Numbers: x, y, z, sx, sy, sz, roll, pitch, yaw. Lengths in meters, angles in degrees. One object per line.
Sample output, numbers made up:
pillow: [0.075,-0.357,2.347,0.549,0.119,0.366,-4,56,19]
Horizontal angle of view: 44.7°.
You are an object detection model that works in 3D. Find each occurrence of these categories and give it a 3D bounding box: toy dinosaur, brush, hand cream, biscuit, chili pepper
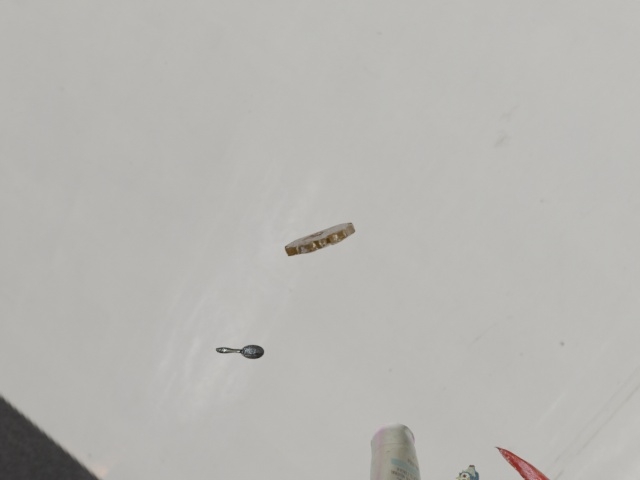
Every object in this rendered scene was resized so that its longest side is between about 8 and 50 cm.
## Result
toy dinosaur: [0.282,0.452,1.475,0.030,0.083,0.047,-3,85,29]
brush: [-0.127,0.176,1.238,0.008,0.083,0.024,7,89,64]
hand cream: [0.102,0.370,1.052,0.111,0.312,0.070,33,112,-13]
biscuit: [0.001,0.002,1.899,0.182,0.215,0.034,-20,96,-1]
chili pepper: [0.469,0.522,1.764,0.178,0.045,0.027,42,159,7]
